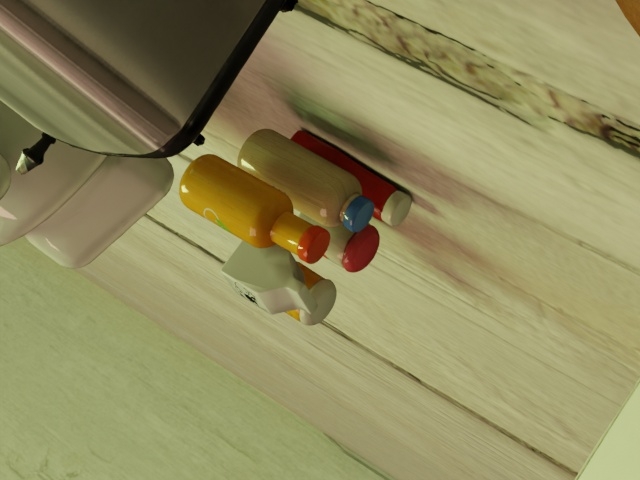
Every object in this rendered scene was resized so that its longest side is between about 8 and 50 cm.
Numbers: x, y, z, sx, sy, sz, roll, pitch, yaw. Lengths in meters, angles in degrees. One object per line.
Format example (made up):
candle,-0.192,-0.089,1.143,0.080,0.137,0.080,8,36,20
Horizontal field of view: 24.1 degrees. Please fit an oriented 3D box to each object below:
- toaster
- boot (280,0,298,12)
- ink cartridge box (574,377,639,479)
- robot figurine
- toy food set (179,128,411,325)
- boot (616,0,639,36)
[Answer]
toaster,-0.088,-0.122,0.633,0.110,0.185,0.168,37,170,-29
boot,-0.054,-0.147,0.795,0.099,0.045,0.121,27,165,25
ink cartridge box,0.318,0.200,0.918,0.273,0.114,0.198,40,168,-21
robot figurine,-0.262,-0.134,1.050,0.353,0.200,0.300,41,-164,-27
toy food set,0.000,0.000,1.045,0.104,0.111,0.232,31,165,26
boot,0.123,-0.056,0.509,0.280,0.096,0.264,47,179,-16
